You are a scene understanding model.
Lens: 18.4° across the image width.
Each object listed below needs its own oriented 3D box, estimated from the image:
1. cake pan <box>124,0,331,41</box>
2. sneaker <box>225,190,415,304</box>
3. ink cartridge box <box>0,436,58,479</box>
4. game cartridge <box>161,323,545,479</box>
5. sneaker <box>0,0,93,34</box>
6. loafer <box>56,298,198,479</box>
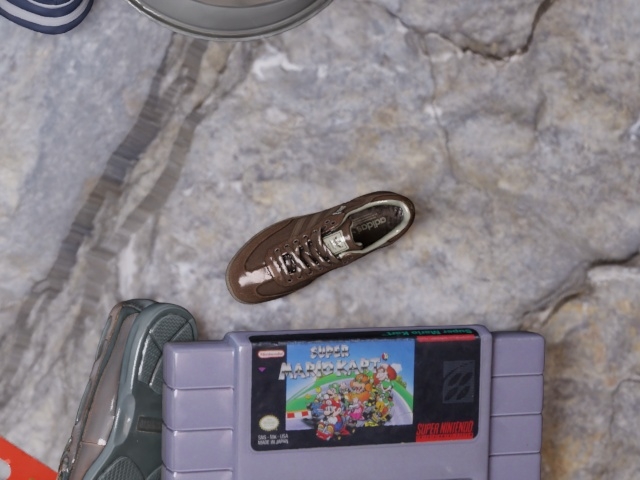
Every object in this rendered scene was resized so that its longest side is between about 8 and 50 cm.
[{"bbox_3d":[-0.086,-0.334,1.844,0.293,0.054,0.293,1,86,-12],"label":"cake pan"},{"bbox_3d":[0.000,0.000,1.823,0.188,0.071,0.066,-27,91,-13],"label":"sneaker"},{"bbox_3d":[-0.333,0.251,1.694,0.189,0.066,0.232,35,62,-12],"label":"ink cartridge box"},{"bbox_3d":[0.032,0.192,1.784,0.355,0.068,0.230,-1,102,-18],"label":"game cartridge"},{"bbox_3d":[-0.281,-0.312,1.789,0.099,0.153,0.282,-20,59,-10],"label":"sneaker"},{"bbox_3d":[-0.185,0.182,1.777,0.096,0.084,0.267,23,83,-43],"label":"loafer"}]
